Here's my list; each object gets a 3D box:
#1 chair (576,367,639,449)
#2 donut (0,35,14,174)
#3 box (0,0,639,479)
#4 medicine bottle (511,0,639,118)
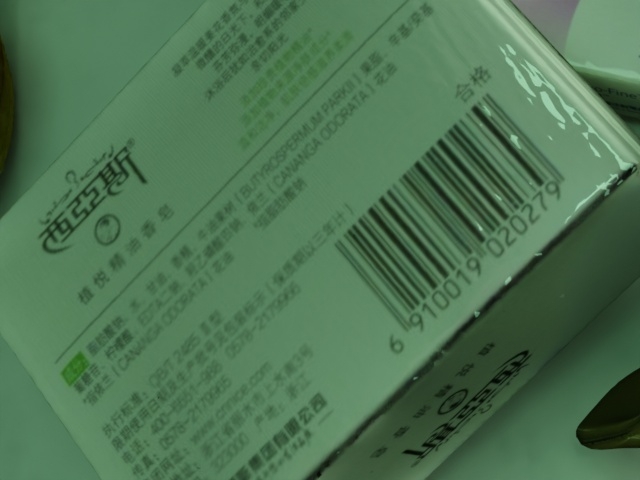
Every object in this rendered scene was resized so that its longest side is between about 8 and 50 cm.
[{"bbox_3d":[0.226,0.019,0.724,0.247,0.159,0.172,11,112,24],"label":"chair"},{"bbox_3d":[-0.228,-0.060,0.961,0.162,0.065,0.178,16,75,17],"label":"donut"},{"bbox_3d":[0.000,0.000,0.811,0.260,0.111,0.194,-45,64,15],"label":"box"},{"bbox_3d":[0.188,-0.131,0.861,0.201,0.052,0.171,14,76,20],"label":"medicine bottle"}]
